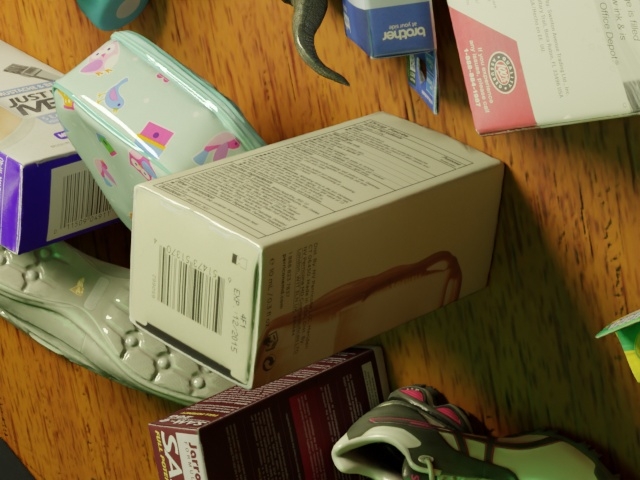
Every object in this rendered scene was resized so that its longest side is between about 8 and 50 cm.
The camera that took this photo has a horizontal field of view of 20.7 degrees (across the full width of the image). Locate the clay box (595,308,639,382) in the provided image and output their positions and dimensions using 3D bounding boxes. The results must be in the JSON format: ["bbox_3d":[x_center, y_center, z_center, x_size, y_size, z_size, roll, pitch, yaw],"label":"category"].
[{"bbox_3d":[0.302,0.039,1.224,0.127,0.222,0.053,-29,84,46],"label":"clay box"}]

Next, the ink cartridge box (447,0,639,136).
[{"bbox_3d":[0.232,-0.198,1.281,0.283,0.117,0.207,-5,101,45],"label":"ink cartridge box"}]

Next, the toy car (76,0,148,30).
[{"bbox_3d":[-0.308,-0.298,1.660,0.219,0.238,0.210,48,147,18],"label":"toy car"}]

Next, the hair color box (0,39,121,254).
[{"bbox_3d":[-0.348,-0.118,1.825,0.339,0.185,0.110,27,122,34],"label":"hair color box"}]

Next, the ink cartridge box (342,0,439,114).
[{"bbox_3d":[0.043,-0.262,1.412,0.186,0.065,0.311,-113,13,-76],"label":"ink cartridge box"}]

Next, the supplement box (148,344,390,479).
[{"bbox_3d":[-0.035,0.190,1.593,0.073,0.239,0.130,-1,104,44],"label":"supplement box"}]

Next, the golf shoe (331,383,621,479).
[{"bbox_3d":[0.137,0.214,1.524,0.273,0.120,0.105,16,113,38],"label":"golf shoe"}]

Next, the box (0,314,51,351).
[{"bbox_3d":[-0.358,0.012,1.926,0.136,0.036,0.225,29,147,34],"label":"box"}]

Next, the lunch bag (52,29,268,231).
[{"bbox_3d":[-0.111,-0.047,1.598,0.224,0.108,0.279,35,162,35],"label":"lunch bag"}]

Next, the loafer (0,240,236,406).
[{"bbox_3d":[-0.221,0.080,1.797,0.319,0.112,0.111,31,158,6],"label":"loafer"}]

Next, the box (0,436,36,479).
[{"bbox_3d":[-0.410,0.392,2.129,0.184,0.103,0.261,44,131,20],"label":"box"}]

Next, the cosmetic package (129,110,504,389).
[{"bbox_3d":[0.000,0.000,1.451,0.153,0.296,0.129,26,122,38],"label":"cosmetic package"}]

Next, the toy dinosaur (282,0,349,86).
[{"bbox_3d":[-0.038,-0.276,1.519,0.121,0.160,0.313,-39,84,1],"label":"toy dinosaur"}]
